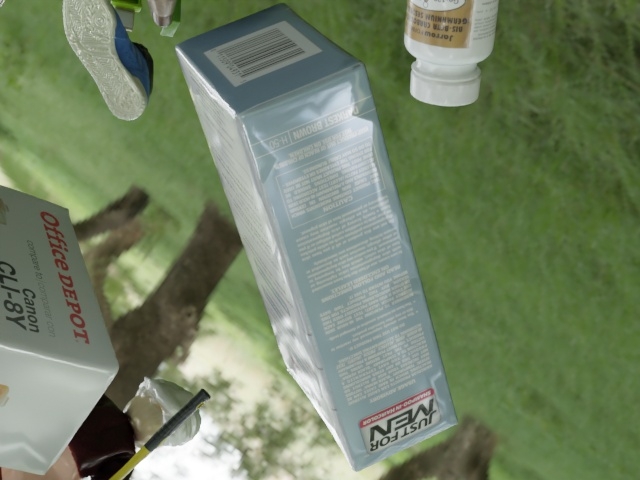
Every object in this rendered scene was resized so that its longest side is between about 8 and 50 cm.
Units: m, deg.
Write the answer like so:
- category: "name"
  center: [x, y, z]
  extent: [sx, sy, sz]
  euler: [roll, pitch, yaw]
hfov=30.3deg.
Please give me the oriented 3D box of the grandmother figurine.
- category: "grandmother figurine"
  center: [-0.299, 0.240, 1.377]
  extent: [0.208, 0.342, 0.104]
  euler: [68, 152, 13]

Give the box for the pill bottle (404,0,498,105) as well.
- category: "pill bottle"
  center: [0.188, -0.318, 1.700]
  extent: [0.131, 0.229, 0.131]
  euler: [2, -153, -1]

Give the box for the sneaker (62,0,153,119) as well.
- category: "sneaker"
  center: [-0.224, -0.208, 1.264]
  extent: [0.084, 0.058, 0.152]
  euler: [-88, -26, -71]

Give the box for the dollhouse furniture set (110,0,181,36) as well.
- category: "dollhouse furniture set"
  center: [-0.238, -0.280, 1.359]
  extent: [0.151, 0.059, 0.076]
  euler: [9, 159, -19]

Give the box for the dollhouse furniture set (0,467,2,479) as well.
- category: "dollhouse furniture set"
  center: [-0.284, 0.303, 1.183]
  extent: [0.129, 0.184, 0.129]
  euler: [8, 154, -40]

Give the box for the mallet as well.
- category: "mallet"
  center: [-0.195, 0.229, 1.278]
  extent: [0.039, 0.190, 0.062]
  euler: [44, -179, 21]

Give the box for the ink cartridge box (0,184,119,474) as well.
- category: "ink cartridge box"
  center: [-0.418, 0.045, 1.149]
  extent: [0.384, 0.160, 0.279]
  euler: [22, -154, -37]

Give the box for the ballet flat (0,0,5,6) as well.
- category: "ballet flat"
  center: [-0.424, -0.310, 1.381]
  extent: [0.107, 0.106, 0.316]
  euler: [13, 172, -23]

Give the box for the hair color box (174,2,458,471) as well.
- category: "hair color box"
  center: [0.000, 0.000, 1.051]
  extent: [0.185, 0.113, 0.374]
  euler: [-130, 20, -56]

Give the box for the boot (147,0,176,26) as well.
- category: "boot"
  center: [-0.152, -0.243, 1.016]
  extent: [0.118, 0.042, 0.087]
  euler: [51, 155, 31]
